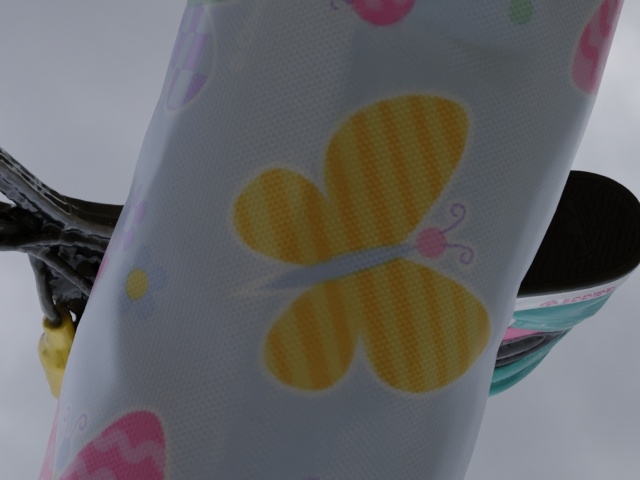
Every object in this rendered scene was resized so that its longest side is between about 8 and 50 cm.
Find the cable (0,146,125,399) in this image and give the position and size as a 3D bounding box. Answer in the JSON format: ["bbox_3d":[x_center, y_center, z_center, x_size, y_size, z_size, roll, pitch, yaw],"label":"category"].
[{"bbox_3d":[-0.126,0.011,0.800,0.072,0.139,0.287,59,-178,26],"label":"cable"}]

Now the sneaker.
[{"bbox_3d":[0.052,0.035,1.002,0.296,0.178,0.123,-3,-117,-7],"label":"sneaker"}]

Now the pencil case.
[{"bbox_3d":[0.000,0.000,0.392,0.114,0.273,0.124,18,180,-12],"label":"pencil case"}]
